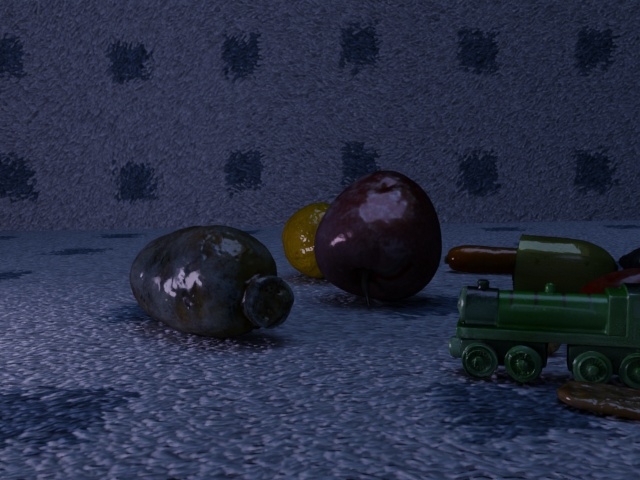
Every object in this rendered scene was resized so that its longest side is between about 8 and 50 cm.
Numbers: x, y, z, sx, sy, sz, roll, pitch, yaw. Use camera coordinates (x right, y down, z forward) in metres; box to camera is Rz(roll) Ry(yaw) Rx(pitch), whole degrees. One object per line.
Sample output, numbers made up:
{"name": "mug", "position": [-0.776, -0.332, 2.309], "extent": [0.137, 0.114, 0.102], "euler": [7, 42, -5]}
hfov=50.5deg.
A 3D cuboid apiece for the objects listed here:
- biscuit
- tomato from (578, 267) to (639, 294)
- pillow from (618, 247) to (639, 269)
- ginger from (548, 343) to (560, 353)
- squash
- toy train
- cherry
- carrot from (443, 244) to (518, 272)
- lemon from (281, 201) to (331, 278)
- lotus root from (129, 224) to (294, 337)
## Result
{"name": "biscuit", "position": [0.316, 0.164, 0.690], "extent": [0.147, 0.019, 0.071], "euler": [4, 7, 34]}
{"name": "tomato", "position": [0.391, 0.085, 0.869], "extent": [0.155, 0.069, 0.156], "euler": [-22, 31, 14]}
{"name": "pillow", "position": [0.755, 0.052, 1.324], "extent": [0.335, 0.093, 0.161], "euler": [5, 5, 43]}
{"name": "ginger", "position": [0.311, 0.117, 0.974], "extent": [0.176, 0.053, 0.193], "euler": [6, 9, 14]}
{"name": "squash", "position": [0.462, 0.052, 1.283], "extent": [0.186, 0.123, 0.123], "euler": [6, 8, 18]}
{"name": "toy train", "position": [0.276, 0.105, 0.791], "extent": [0.251, 0.119, 0.085], "euler": [2, 8, 16]}
{"name": "cherry", "position": [0.107, 0.006, 1.277], "extent": [0.235, 0.286, 0.213], "euler": [12, -31, -3]}
{"name": "carrot", "position": [0.401, 0.045, 1.581], "extent": [0.225, 0.067, 0.067], "euler": [3, 7, 19]}
{"name": "lemon", "position": [0.000, -0.001, 1.540], "extent": [0.180, 0.181, 0.193], "euler": [0, -10, 4]}
{"name": "lotus root", "position": [-0.194, 0.060, 1.053], "extent": [0.349, 0.175, 0.175], "euler": [1, 6, 43]}
